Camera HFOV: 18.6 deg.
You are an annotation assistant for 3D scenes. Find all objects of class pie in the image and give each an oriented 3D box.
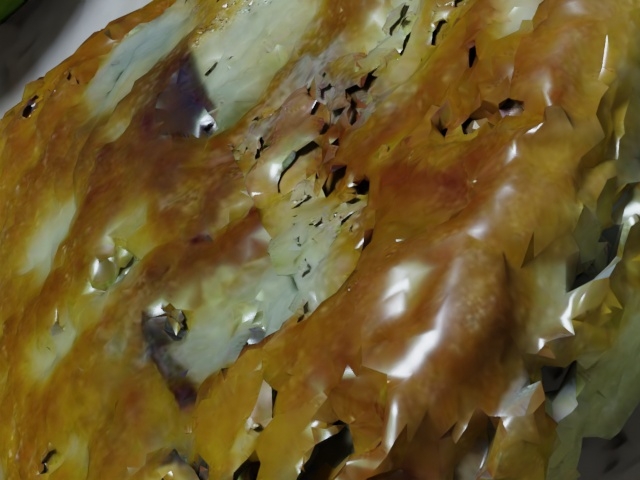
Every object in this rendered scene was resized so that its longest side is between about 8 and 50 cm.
[{"bbox_3d":[-0.001,-0.001,0.546,0.308,0.085,0.308,-33,36,28],"label":"pie"}]

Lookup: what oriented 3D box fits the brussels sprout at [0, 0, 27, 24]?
[{"bbox_3d":[-0.188,-0.193,0.846,0.271,0.210,0.219,-35,19,17],"label":"brussels sprout"}]
